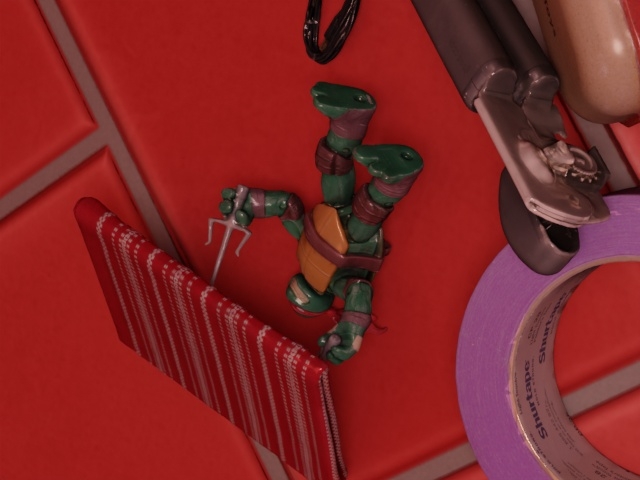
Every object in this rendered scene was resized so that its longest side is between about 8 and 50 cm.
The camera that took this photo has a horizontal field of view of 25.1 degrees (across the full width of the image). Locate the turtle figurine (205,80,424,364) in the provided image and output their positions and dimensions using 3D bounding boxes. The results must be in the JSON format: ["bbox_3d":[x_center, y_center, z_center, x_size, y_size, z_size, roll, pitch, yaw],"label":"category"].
[{"bbox_3d":[0.000,0.000,1.150,0.175,0.118,0.234,40,128,23],"label":"turtle figurine"}]

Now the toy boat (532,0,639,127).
[{"bbox_3d":[0.225,-0.202,1.003,0.151,0.151,0.231,-16,89,0],"label":"toy boat"}]

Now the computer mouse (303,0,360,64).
[{"bbox_3d":[0.059,-0.238,1.136,0.071,0.041,0.242,53,124,23],"label":"computer mouse"}]

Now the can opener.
[{"bbox_3d":[0.119,-0.100,1.035,0.095,0.076,0.283,-57,40,36],"label":"can opener"}]

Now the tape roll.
[{"bbox_3d":[0.241,0.099,1.045,0.275,0.090,0.274,5,99,30],"label":"tape roll"}]

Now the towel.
[{"bbox_3d":[-0.089,0.085,1.185,0.275,0.031,0.198,33,153,28],"label":"towel"}]
